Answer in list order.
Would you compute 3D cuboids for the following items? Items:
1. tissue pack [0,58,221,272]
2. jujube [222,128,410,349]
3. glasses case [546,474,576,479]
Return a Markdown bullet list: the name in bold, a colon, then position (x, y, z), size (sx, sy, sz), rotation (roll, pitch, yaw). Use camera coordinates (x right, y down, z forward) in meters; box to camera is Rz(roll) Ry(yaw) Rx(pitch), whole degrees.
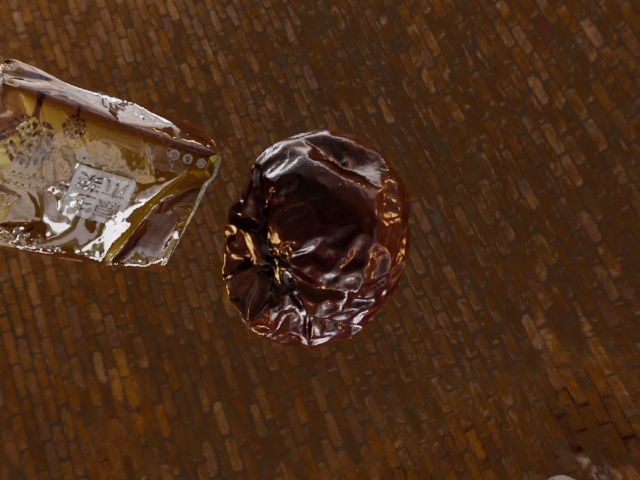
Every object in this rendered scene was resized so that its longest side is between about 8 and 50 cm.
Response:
- **tissue pack**: position (-0.246, -0.068, 0.591), size (0.183, 0.226, 0.092), rotation (-57, -140, 23)
- **jujube**: position (0.000, 0.000, 0.622), size (0.213, 0.212, 0.232), rotation (45, -47, 22)
- **glasses case**: position (0.230, 0.310, 0.451), size (0.059, 0.092, 0.234), rotation (-16, -82, -12)
